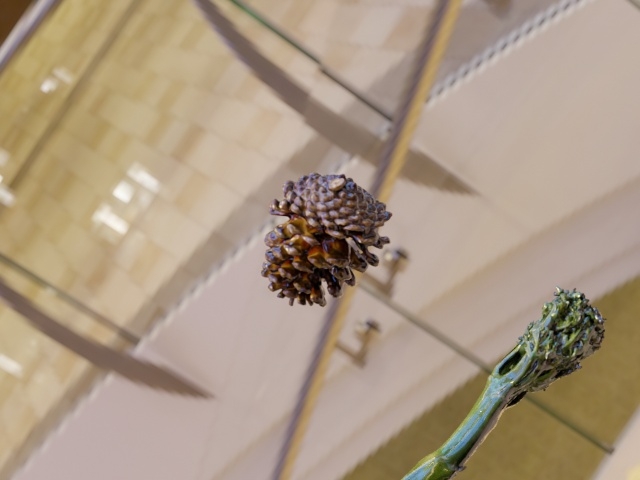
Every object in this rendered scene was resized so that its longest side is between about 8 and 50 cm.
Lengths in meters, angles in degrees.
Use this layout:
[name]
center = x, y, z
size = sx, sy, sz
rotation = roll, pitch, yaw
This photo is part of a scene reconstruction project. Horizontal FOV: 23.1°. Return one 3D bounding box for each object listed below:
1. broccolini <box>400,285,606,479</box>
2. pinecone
[broccolini]
center = 0.103, 0.115, 1.007
size = 0.239, 0.051, 0.054
rotation = -42, 12, -29
[pinecone]
center = -0.003, -0.001, 1.221
size = 0.109, 0.102, 0.102
rotation = -48, 20, 11
